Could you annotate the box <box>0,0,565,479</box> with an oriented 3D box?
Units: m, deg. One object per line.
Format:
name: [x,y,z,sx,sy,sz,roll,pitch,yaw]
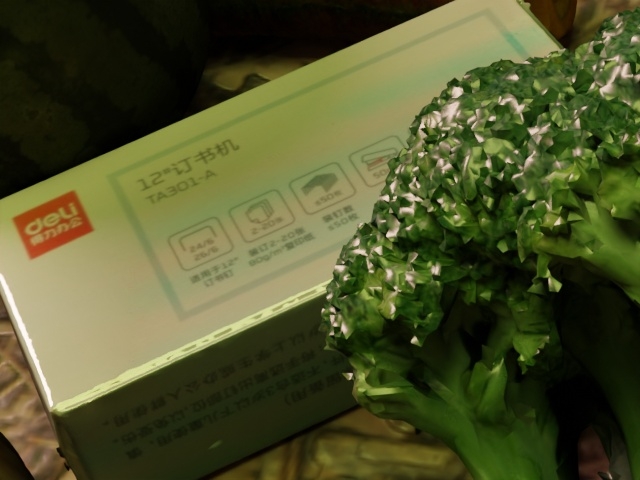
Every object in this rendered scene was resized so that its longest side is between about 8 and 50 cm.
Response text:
box: [0.000,0.000,0.799,0.269,0.079,0.135,-25,46,-8]

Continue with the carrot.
carrot: [-0.029,-0.128,0.949,0.314,0.066,0.066,4,48,24]

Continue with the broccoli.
broccoli: [0.148,0.036,0.625,0.294,0.265,0.245,-4,83,4]

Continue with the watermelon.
watermelon: [-0.152,-0.109,0.860,0.212,0.212,0.212,-9,45,9]

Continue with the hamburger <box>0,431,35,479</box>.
hamburger: [-0.206,0.181,0.510,0.395,0.277,0.396,-32,25,17]
